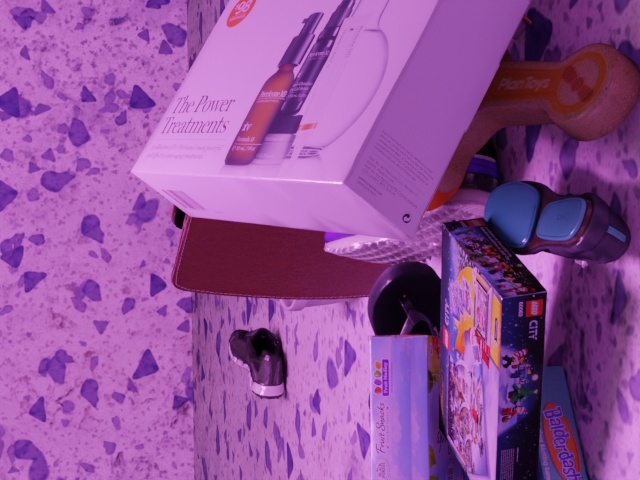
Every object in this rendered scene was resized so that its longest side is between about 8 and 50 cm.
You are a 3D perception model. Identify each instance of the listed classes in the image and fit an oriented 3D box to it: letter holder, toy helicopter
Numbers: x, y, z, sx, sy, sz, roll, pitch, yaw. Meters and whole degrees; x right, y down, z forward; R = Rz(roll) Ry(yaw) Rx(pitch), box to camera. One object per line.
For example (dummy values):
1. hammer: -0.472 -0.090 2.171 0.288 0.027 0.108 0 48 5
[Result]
1. letter holder: -0.037 -0.047 1.645 0.152 0.301 0.214 -106 25 -44
2. toy helicopter: 0.169 -0.152 1.223 0.355 0.140 0.235 9 70 58

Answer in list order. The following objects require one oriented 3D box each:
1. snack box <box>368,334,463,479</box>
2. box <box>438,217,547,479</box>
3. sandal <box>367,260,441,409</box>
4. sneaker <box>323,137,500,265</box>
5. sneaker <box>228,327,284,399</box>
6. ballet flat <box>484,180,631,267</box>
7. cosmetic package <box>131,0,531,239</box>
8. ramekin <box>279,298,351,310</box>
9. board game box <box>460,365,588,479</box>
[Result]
1. snack box: 0.108 0.193 1.402 0.207 0.070 0.175 23 -114 -71
2. box: 0.156 0.117 1.206 0.159 0.044 0.233 -119 24 -61
3. sandal: 0.110 0.129 1.562 0.054 0.097 0.254 -125 25 -46
4. sneaker: 0.107 -0.062 1.481 0.293 0.102 0.146 -23 60 55
5. sneaker: -0.116 0.203 2.453 0.234 0.078 0.106 -131 45 -62
6. ballet flat: 0.214 -0.012 1.166 0.203 0.074 0.074 -163 72 -73
7. cosmetic package: 0.003 -0.155 1.231 0.377 0.097 0.284 6 62 54
8. ramekin: 0.000 0.000 1.919 0.207 0.109 0.207 180 90 -75
9. board game box: 0.198 0.237 1.288 0.210 0.047 0.160 115 152 -60
